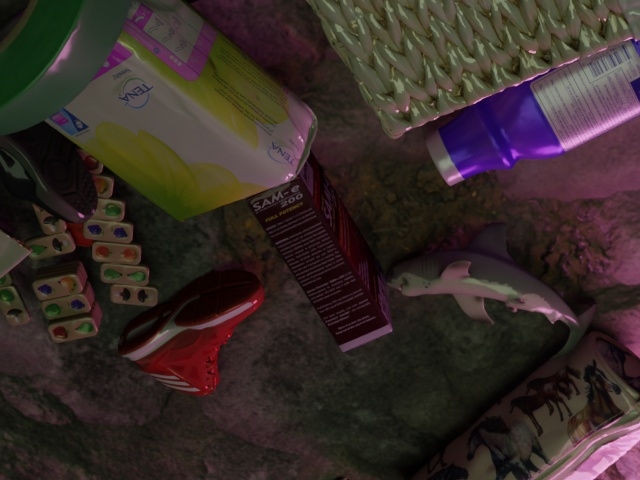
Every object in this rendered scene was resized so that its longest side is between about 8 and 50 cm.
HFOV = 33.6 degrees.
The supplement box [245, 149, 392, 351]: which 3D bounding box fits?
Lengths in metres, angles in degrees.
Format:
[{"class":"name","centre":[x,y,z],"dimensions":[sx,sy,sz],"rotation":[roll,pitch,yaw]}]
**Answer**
[{"class":"supplement box","centre":[0.000,0.000,1.260],"dimensions":[0.073,0.130,0.239],"rotation":[-25,120,13]}]

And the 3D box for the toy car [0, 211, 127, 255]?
[{"class":"toy car","centre":[-0.368,-0.060,1.261],"dimensions":[0.239,0.053,0.225],"rotation":[-17,120,8]}]

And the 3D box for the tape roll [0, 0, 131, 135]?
[{"class":"tape roll","centre":[-0.323,-0.255,0.949],"dimensions":[0.321,0.077,0.321],"rotation":[0,89,19]}]

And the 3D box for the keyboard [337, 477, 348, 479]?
[{"class":"keyboard","centre":[-0.020,0.451,1.594],"dimensions":[0.317,0.033,0.201],"rotation":[-14,120,6]}]

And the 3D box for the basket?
[{"class":"basket","centre":[0.106,-0.327,0.940],"dimensions":[0.266,0.328,0.331],"rotation":[-23,120,20]}]

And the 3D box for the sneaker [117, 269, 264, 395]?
[{"class":"sneaker","centre":[-0.141,0.123,1.373],"dimensions":[0.221,0.087,0.128],"rotation":[-22,129,26]}]

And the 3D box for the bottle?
[{"class":"bottle","centre":[0.256,-0.154,1.192],"dimensions":[0.283,0.092,0.118],"rotation":[-28,117,15]}]

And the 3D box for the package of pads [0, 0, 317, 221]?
[{"class":"package of pads","centre":[-0.175,-0.153,1.112],"dimensions":[0.296,0.101,0.229],"rotation":[38,147,-29]}]

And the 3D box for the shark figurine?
[{"class":"shark figurine","centre":[0.235,0.040,1.313],"dimensions":[0.278,0.116,0.166],"rotation":[18,153,-3]}]

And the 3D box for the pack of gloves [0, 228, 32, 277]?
[{"class":"pack of gloves","centre":[-0.469,-0.001,1.256],"dimensions":[0.195,0.046,0.232],"rotation":[37,130,-19]}]

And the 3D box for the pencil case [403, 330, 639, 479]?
[{"class":"pencil case","centre":[0.282,0.289,1.413],"dimensions":[0.160,0.183,0.410],"rotation":[37,113,-22]}]

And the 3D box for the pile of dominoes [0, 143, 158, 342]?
[{"class":"pile of dominoes","centre":[-0.317,0.005,1.246],"dimensions":[0.196,0.040,0.251],"rotation":[-12,121,6]}]

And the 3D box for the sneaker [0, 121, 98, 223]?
[{"class":"sneaker","centre":[-0.356,-0.085,1.159],"dimensions":[0.130,0.087,0.227],"rotation":[-29,128,33]}]

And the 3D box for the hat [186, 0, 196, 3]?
[{"class":"hat","centre":[-0.201,-0.361,1.034],"dimensions":[0.331,0.134,0.331],"rotation":[0,122,0]}]
